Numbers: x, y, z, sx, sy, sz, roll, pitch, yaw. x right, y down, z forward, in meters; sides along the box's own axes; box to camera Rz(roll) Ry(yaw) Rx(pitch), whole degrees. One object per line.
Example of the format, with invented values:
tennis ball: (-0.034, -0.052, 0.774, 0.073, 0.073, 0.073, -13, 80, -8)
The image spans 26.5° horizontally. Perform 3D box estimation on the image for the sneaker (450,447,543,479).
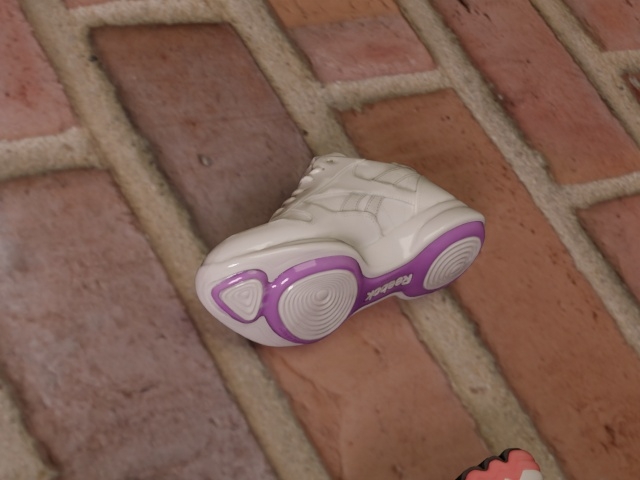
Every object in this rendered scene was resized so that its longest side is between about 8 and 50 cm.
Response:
sneaker: (0.085, 0.259, 0.985, 0.314, 0.116, 0.136, -18, 66, -41)

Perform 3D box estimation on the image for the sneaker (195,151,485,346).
sneaker: (0.000, 0.000, 1.176, 0.305, 0.114, 0.152, -13, 48, -43)
